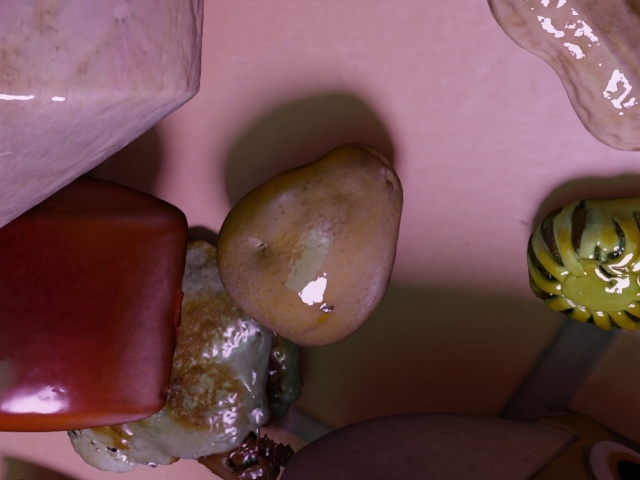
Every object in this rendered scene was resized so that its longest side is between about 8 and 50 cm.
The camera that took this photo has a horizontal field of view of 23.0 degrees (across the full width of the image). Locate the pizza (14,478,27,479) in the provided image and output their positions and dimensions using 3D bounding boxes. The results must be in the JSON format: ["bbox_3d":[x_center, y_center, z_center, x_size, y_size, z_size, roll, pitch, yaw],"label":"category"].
[{"bbox_3d":[-0.239,0.398,1.739,0.323,0.089,0.223,38,119,-5],"label":"pizza"}]

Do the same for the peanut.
[{"bbox_3d":[0.205,-0.173,1.224,0.123,0.123,0.257,-20,117,27],"label":"peanut"}]

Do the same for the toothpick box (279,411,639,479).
[{"bbox_3d":[0.165,0.351,1.392,0.425,0.409,0.409,8,123,8],"label":"toothpick box"}]

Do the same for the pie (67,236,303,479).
[{"bbox_3d":[-0.150,0.112,1.533,0.274,0.105,0.257,7,109,15],"label":"pie"}]

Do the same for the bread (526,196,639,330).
[{"bbox_3d":[0.246,0.021,1.358,0.139,0.071,0.130,13,128,10],"label":"bread"}]

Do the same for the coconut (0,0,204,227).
[{"bbox_3d":[-0.278,-0.202,1.221,0.415,0.344,0.415,3,96,26],"label":"coconut"}]

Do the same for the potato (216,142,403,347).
[{"bbox_3d":[0.000,0.000,1.390,0.157,0.157,0.194,35,112,-5],"label":"potato"}]

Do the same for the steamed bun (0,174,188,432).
[{"bbox_3d":[-0.316,0.044,1.402,0.379,0.248,0.235,8,97,22],"label":"steamed bun"}]
